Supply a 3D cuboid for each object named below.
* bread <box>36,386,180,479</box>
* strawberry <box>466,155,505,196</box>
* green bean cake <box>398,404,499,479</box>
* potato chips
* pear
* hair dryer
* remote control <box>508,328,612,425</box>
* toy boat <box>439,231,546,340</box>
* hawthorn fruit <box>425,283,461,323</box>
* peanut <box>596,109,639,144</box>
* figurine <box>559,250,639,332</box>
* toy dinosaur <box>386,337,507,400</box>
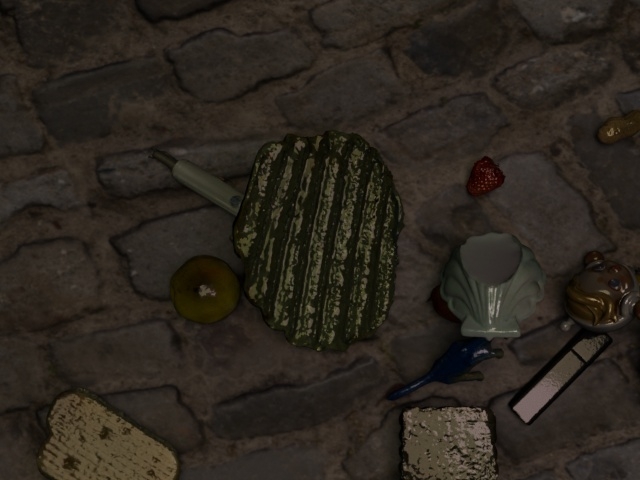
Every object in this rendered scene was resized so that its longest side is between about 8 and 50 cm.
[{"bbox_3d":[-0.419,0.422,1.507,0.286,0.056,0.207,35,80,6],"label":"bread"},{"bbox_3d":[0.327,-0.125,1.587,0.083,0.073,0.073,-38,83,10],"label":"strawberry"},{"bbox_3d":[0.236,0.398,1.489,0.181,0.094,0.173,-1,80,1],"label":"green bean cake"},{"bbox_3d":[0.000,0.000,1.505,0.358,0.070,0.430,8,92,-27],"label":"potato chips"},{"bbox_3d":[-0.225,0.092,1.538,0.140,0.104,0.141,1,80,-4],"label":"pear"},{"bbox_3d":[-0.195,-0.107,1.578,0.357,0.107,0.173,31,80,11],"label":"hair dryer"},{"bbox_3d":[0.469,0.258,1.547,0.245,0.025,0.063,-44,79,-7],"label":"remote control"},{"bbox_3d":[0.314,0.063,1.457,0.199,0.290,0.100,-3,125,13],"label":"toy boat"},{"bbox_3d":[0.255,0.117,1.543,0.093,0.081,0.081,17,81,5],"label":"hawthorn fruit"},{"bbox_3d":[0.613,-0.231,1.610,0.113,0.054,0.054,-24,82,-6],"label":"peanut"},{"bbox_3d":[0.591,0.090,1.531,0.274,0.133,0.194,-26,40,-28],"label":"figurine"},{"bbox_3d":[0.238,0.229,1.473,0.188,0.248,0.075,-13,66,-22],"label":"toy dinosaur"}]
